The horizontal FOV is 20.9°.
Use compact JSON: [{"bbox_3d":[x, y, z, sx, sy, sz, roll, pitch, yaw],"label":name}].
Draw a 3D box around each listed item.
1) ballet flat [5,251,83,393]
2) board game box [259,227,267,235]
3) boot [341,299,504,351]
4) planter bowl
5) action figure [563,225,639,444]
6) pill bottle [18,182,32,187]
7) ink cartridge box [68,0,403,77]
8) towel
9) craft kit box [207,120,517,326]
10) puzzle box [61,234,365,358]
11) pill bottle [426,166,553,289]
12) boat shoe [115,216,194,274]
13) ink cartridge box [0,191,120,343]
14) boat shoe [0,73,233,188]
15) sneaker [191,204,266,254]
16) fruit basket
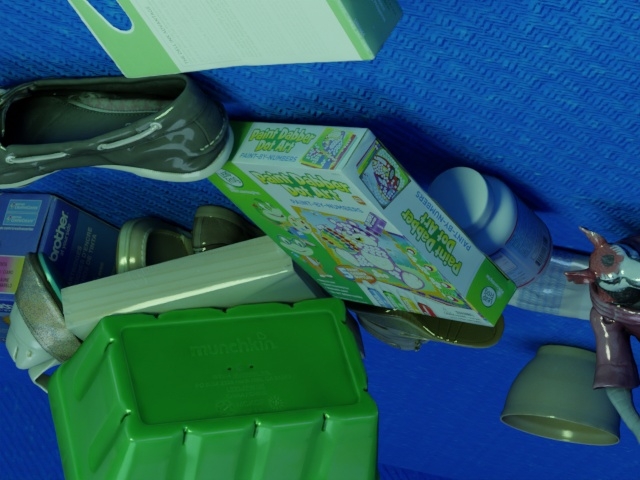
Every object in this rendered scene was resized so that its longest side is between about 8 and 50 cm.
[{"bbox_3d":[-0.313,0.129,2.081,0.106,0.107,0.316,-29,142,0],"label":"ballet flat"},{"bbox_3d":[0.000,0.000,1.949,0.145,0.027,0.281,17,167,24],"label":"board game box"},{"bbox_3d":[0.133,0.099,2.170,0.213,0.077,0.165,14,166,15],"label":"boot"},{"bbox_3d":[0.331,0.204,2.334,0.162,0.109,0.162,11,165,3],"label":"planter bowl"},{"bbox_3d":[0.388,0.069,1.777,0.370,0.248,0.276,34,-160,-26],"label":"action figure"},{"bbox_3d":[-0.316,-0.099,1.819,0.067,0.067,0.120,16,165,-12],"label":"pill bottle"},{"bbox_3d":[-0.082,-0.193,1.191,0.235,0.056,0.171,2,139,39],"label":"ink cartridge box"},{"bbox_3d":[0.222,0.042,1.973,0.285,0.034,0.209,11,164,7],"label":"towel"},{"bbox_3d":[0.028,-0.019,1.666,0.250,0.061,0.246,7,147,52],"label":"craft kit box"},{"bbox_3d":[-0.117,0.105,2.102,0.272,0.052,0.409,-15,159,8],"label":"puzzle box"},{"bbox_3d":[0.163,-0.014,1.704,0.087,0.087,0.160,4,162,29],"label":"pill bottle"},{"bbox_3d":[-0.158,0.037,2.136,0.098,0.109,0.302,1,168,20],"label":"boat shoe"},{"bbox_3d":[-0.377,0.046,2.262,0.270,0.151,0.395,2,161,34],"label":"ink cartridge box"},{"bbox_3d":[-0.245,-0.117,1.648,0.335,0.112,0.095,1,144,21],"label":"boat shoe"},{"bbox_3d":[-0.090,0.020,2.067,0.066,0.071,0.188,-1,160,41],"label":"sneaker"},{"bbox_3d":[-0.123,0.261,2.023,0.392,0.283,0.392,-12,145,-8],"label":"fruit basket"}]
